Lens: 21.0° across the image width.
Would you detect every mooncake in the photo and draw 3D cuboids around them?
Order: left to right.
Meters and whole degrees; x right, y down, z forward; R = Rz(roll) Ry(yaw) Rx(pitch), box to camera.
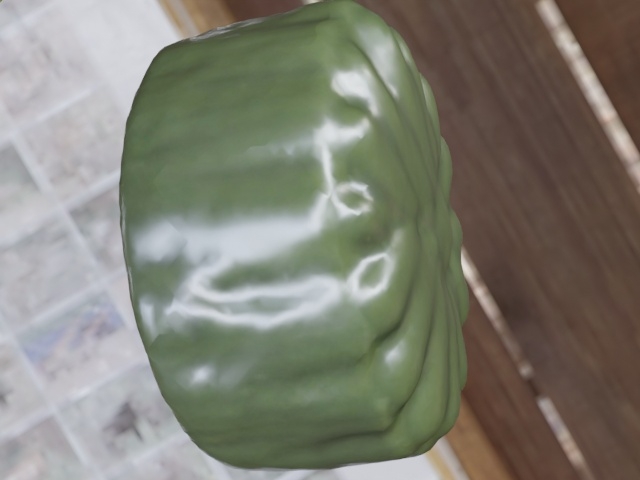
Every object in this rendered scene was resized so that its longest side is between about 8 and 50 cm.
[{"bbox_3d":[0.000,0.000,1.325,0.194,0.356,0.356,-8,12,20],"label":"mooncake"}]
